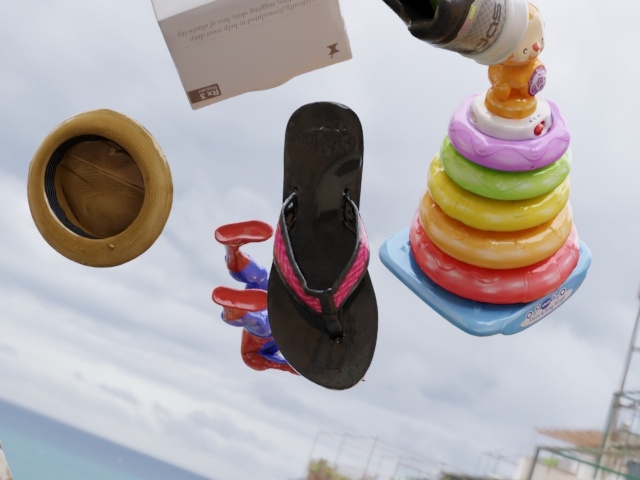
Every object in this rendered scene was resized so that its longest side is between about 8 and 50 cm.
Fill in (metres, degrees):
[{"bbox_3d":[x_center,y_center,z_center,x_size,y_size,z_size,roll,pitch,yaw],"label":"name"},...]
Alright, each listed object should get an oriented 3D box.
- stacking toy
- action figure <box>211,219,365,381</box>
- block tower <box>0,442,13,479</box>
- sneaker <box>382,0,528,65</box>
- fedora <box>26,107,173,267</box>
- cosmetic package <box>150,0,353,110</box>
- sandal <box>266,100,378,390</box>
[{"bbox_3d":[0.163,-0.075,0.803,0.166,0.175,0.301,40,-33,35],"label":"stacking toy"},{"bbox_3d":[-0.020,0.069,0.852,0.139,0.091,0.280,3,-19,0],"label":"action figure"},{"bbox_3d":[-0.347,0.252,0.877,0.097,0.091,0.335,-18,-22,-25],"label":"block tower"},{"bbox_3d":[0.049,-0.171,0.483,0.075,0.170,0.063,-11,-16,-48],"label":"sneaker"},{"bbox_3d":[-0.248,-0.059,1.062,0.194,0.194,0.079,16,1,17],"label":"fedora"},{"bbox_3d":[-0.120,-0.367,1.160,0.217,0.385,0.156,-20,-39,-3],"label":"cosmetic package"},{"bbox_3d":[0.000,0.000,0.541,0.067,0.179,0.040,-2,-8,0],"label":"sandal"}]
